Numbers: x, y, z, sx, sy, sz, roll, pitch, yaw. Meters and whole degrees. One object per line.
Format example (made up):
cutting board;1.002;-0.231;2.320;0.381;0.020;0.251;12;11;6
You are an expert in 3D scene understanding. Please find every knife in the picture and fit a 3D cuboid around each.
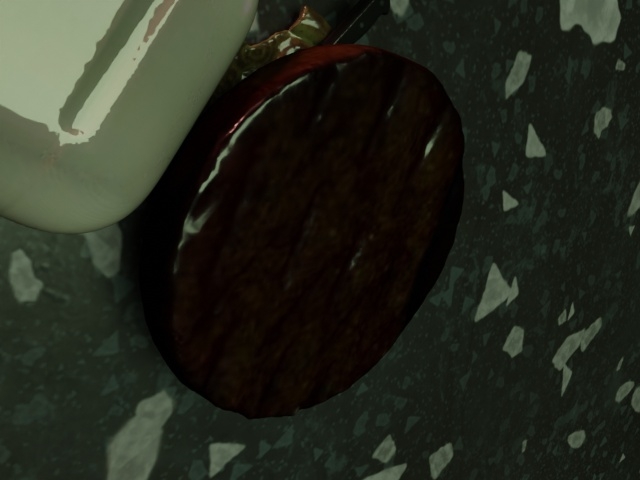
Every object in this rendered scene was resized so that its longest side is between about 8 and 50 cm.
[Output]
knife;0.000;-0.157;0.577;0.245;0.019;0.072;-51;134;-8

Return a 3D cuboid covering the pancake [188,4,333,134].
pancake;-0.051;-0.131;0.574;0.235;0.029;0.212;-27;120;-27

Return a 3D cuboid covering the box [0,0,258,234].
box;-0.219;-0.183;0.354;0.349;0.141;0.288;34;81;-39

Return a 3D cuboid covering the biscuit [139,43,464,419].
biscuit;0.000;0.000;0.592;0.407;0.091;0.407;-25;129;-34
